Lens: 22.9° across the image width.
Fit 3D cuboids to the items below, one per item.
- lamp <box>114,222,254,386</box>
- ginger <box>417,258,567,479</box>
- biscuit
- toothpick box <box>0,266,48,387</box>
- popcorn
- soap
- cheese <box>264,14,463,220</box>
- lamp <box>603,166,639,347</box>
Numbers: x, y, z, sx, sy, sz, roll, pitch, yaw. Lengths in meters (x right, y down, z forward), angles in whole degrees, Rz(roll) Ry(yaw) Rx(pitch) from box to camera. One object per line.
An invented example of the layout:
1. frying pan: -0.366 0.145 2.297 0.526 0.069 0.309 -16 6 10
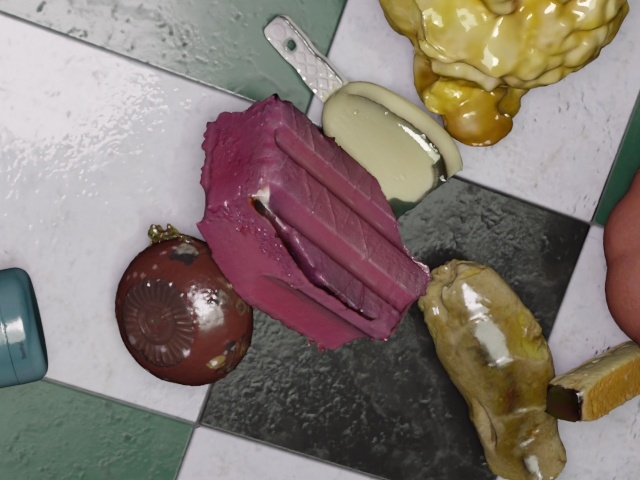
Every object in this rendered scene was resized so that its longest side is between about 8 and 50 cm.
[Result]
1. lamp: -0.134 0.072 1.652 0.156 0.135 0.157 38 117 19
2. ginger: 0.197 0.141 1.737 0.116 0.109 0.263 -24 104 -11
3. biscuit: 0.316 0.153 1.745 0.188 0.056 0.052 -17 106 -47
4. toothpick box: -0.378 0.102 1.609 0.184 0.120 0.120 -13 101 -7
5. popcorn: 0.189 -0.258 1.628 0.265 0.225 0.332 -4 122 1
6. soap: 0.000 0.000 1.630 0.289 0.112 0.182 36 51 -39
7. cheese: 0.033 -0.140 1.675 0.251 0.054 0.127 48 127 -3
8. lamp: 0.461 0.023 1.706 0.305 0.239 0.305 -8 72 26
